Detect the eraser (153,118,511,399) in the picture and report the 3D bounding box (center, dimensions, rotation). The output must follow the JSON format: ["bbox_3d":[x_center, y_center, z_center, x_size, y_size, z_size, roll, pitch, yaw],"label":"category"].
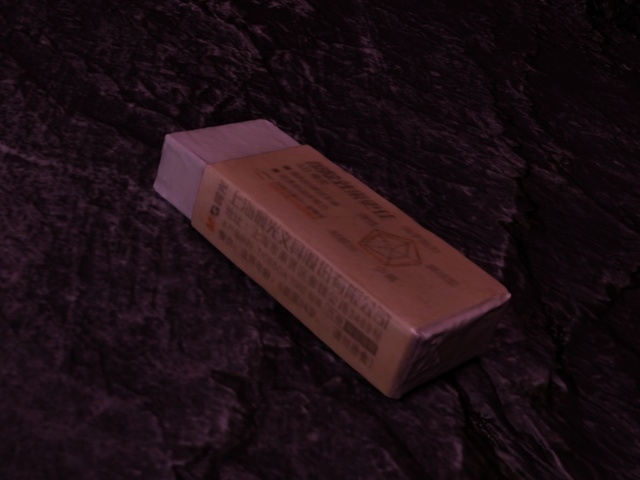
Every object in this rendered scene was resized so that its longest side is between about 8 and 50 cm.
[{"bbox_3d":[0.000,0.000,0.898,0.144,0.078,0.343,-16,44,-44],"label":"eraser"}]
